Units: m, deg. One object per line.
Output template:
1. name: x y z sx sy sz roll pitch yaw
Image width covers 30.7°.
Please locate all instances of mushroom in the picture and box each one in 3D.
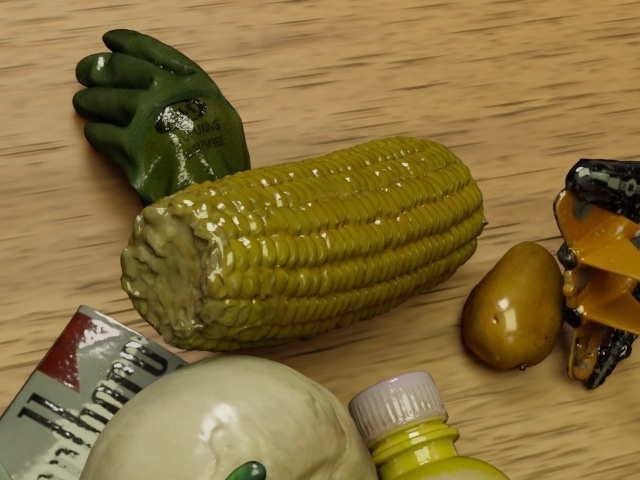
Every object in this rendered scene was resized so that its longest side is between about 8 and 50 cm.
1. mushroom: -0.040 0.209 0.717 0.234 0.260 0.254 25 43 26

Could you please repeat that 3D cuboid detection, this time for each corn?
1. corn: 0.000 0.000 0.835 0.344 0.131 0.131 -16 65 -52

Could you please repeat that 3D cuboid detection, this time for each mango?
1. mango: 0.161 0.053 0.951 0.080 0.060 0.114 21 58 -5

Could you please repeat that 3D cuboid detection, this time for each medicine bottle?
1. medicine bottle: 0.086 0.202 0.828 0.122 0.122 0.212 -15 68 -18

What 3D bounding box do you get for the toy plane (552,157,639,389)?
1. toy plane: 0.300 -0.027 0.996 0.103 0.204 0.316 13 36 38

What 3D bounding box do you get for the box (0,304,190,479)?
1. box: -0.176 0.146 0.849 0.115 0.036 0.177 29 63 4

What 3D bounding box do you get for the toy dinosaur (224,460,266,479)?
1. toy dinosaur: 0.029 0.384 0.485 0.375 0.144 0.499 14 97 37

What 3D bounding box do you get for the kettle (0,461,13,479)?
1. kettle: -0.360 0.234 0.595 0.342 0.320 0.247 -14 100 -46

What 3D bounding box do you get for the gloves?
1. gloves: -0.109 -0.066 0.934 0.135 0.107 0.268 -13 61 -51
